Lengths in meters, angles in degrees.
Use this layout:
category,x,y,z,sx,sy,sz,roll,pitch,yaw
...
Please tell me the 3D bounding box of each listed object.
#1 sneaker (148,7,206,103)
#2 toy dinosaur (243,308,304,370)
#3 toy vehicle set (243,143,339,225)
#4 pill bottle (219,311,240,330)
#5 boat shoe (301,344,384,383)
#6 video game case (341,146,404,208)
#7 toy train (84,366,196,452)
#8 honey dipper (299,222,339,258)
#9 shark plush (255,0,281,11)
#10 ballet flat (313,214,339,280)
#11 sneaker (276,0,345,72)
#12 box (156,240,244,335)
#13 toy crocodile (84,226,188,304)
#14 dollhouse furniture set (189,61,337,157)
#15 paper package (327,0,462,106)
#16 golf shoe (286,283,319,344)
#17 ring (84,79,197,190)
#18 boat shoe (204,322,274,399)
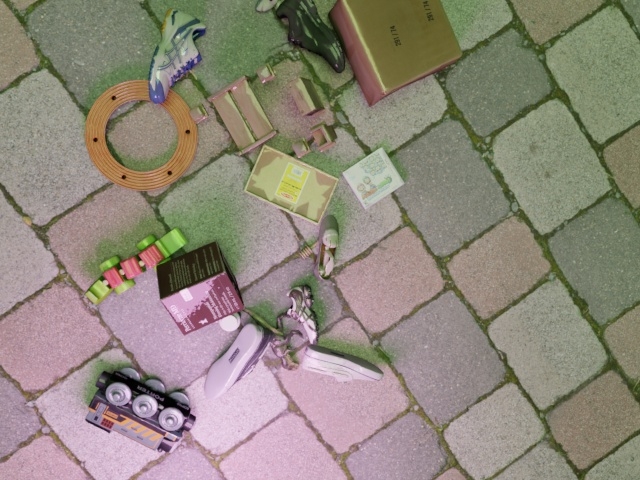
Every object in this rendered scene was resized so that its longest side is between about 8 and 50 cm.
category,x,y,z,sx,sy,sz,roll,pitch,yaw
sneaker,-0.424,-0.541,1.690,0.130,0.112,0.297,15,84,-13
toy dinosaur,-0.130,0.300,1.831,0.118,0.064,0.268,-35,94,4
toy vehicle set,-0.093,-0.176,1.807,0.266,0.035,0.166,25,91,-8
pill bottle,-0.283,0.246,1.775,0.067,0.120,0.067,-1,94,-7
boat shoe,0.070,0.420,1.845,0.267,0.096,0.088,17,96,-7
video game case,0.171,-0.202,1.845,0.157,0.019,0.143,-33,97,-3
toy train,-0.559,0.533,1.766,0.333,0.142,0.190,30,103,-10
honey dipper,0.000,0.000,1.838,0.160,0.030,0.030,-39,98,-6
shark plush,-0.153,-0.784,1.747,0.067,0.073,0.161,14,98,22
ballet flat,0.028,0.028,1.805,0.072,0.068,0.213,3,105,-27
sneaker,-0.028,-0.630,1.758,0.130,0.109,0.286,-35,91,7
box,-0.361,0.142,1.707,0.203,0.167,0.168,-24,129,-4
toy crocodile,-0.563,0.074,1.737,0.340,0.105,0.115,-31,97,-4
dollhouse furniture set,-0.167,-0.355,1.764,0.355,0.174,0.303,-26,96,15
paper package,0.228,-0.631,1.735,0.309,0.168,0.325,-28,97,-10
golf shoe,-0.057,0.244,1.830,0.093,0.077,0.198,-12,86,-1
ring,-0.548,-0.321,1.746,0.336,0.032,0.337,-1,95,-8
boat shoe,-0.255,0.391,1.801,0.102,0.108,0.301,24,106,-43
